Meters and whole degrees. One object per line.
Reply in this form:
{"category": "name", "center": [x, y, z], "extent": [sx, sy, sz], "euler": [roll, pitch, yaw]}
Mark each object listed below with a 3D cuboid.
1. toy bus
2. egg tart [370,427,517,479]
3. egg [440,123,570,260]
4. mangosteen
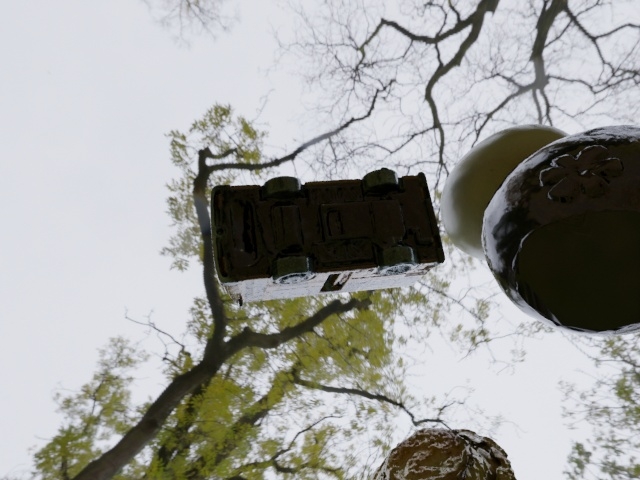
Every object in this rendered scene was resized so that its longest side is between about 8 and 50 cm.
{"category": "toy bus", "center": [0.000, 0.000, 0.432], "extent": [0.182, 0.103, 0.091], "euler": [-5, -109, -11]}
{"category": "egg tart", "center": [0.168, 0.360, 0.737], "extent": [0.241, 0.241, 0.106], "euler": [-23, -70, 0]}
{"category": "egg", "center": [0.333, -0.077, 0.872], "extent": [0.219, 0.269, 0.219], "euler": [16, -128, -21]}
{"category": "mangosteen", "center": [0.347, 0.010, 0.622], "extent": [0.288, 0.287, 0.233], "euler": [10, -152, 19]}
